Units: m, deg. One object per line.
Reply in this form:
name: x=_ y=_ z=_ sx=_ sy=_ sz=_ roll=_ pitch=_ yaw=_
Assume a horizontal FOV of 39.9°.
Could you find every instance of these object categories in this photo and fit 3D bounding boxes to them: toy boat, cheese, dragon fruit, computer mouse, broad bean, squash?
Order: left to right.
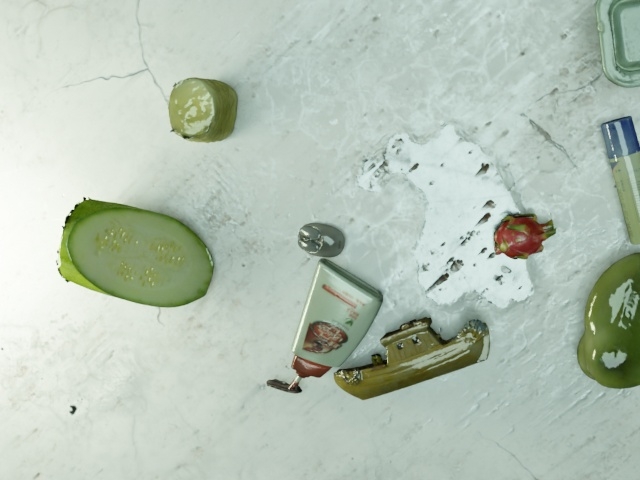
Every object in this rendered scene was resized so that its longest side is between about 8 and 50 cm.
squash: x=-0.357 y=0.029 z=1.727 sx=0.261 sy=0.189 sz=0.189 roll=15 pitch=101 yaw=11
cheese: x=-0.217 y=-0.246 z=1.668 sx=0.094 sy=0.167 sz=0.123 roll=1 pitch=96 yaw=11
computer mouse: x=0.000 y=0.000 z=1.736 sx=0.096 sy=0.039 sz=0.066 roll=11 pitch=101 yaw=8
toy boat: x=0.176 y=0.221 z=1.719 sx=0.321 sy=0.089 sz=0.121 roll=-20 pitch=89 yaw=14
dragon fruit: x=0.383 y=-0.007 z=1.652 sx=0.116 sy=0.081 sz=0.086 roll=-3 pitch=88 yaw=11
broad bean: x=0.580 y=0.152 z=1.624 sx=0.189 sy=0.121 sz=0.263 roll=19 pitch=100 yaw=2

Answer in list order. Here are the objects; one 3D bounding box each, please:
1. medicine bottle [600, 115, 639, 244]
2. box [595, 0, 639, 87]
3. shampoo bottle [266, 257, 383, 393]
medicine bottle: x=0.570 y=-0.110 z=1.613 sx=0.059 sy=0.059 sz=0.230 roll=-15 pitch=96 yaw=12
box: x=0.623 y=-0.364 z=1.500 sx=0.312 sy=0.182 sz=0.175 roll=-8 pitch=97 yaw=10
shampoo bottle: x=-0.002 y=0.192 z=1.751 sx=0.153 sy=0.071 sz=0.284 roll=30 pitch=102 yaw=1
